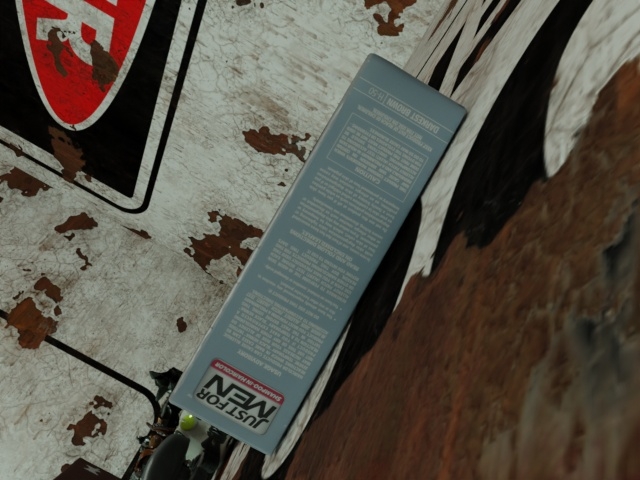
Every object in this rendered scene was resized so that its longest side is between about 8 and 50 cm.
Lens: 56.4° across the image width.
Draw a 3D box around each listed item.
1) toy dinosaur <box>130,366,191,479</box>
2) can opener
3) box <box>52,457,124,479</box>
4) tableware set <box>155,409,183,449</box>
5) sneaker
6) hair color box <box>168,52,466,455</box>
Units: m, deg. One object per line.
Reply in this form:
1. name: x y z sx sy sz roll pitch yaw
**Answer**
1. toy dinosaur: -0.252 0.353 1.083 0.322 0.165 0.218 -122 47 -78
2. can opener: -0.218 0.390 0.765 0.074 0.093 0.280 -59 10 40
3. box: -0.226 0.346 0.555 0.203 0.169 0.167 -62 4 -14
4. tableware set: -0.273 0.426 1.249 0.039 0.128 0.194 34 94 44
5. sneaker: -0.138 0.222 0.872 0.279 0.107 0.118 -57 0 37
6. hair color box: -0.007 0.011 0.638 0.374 0.114 0.185 -60 4 -2
